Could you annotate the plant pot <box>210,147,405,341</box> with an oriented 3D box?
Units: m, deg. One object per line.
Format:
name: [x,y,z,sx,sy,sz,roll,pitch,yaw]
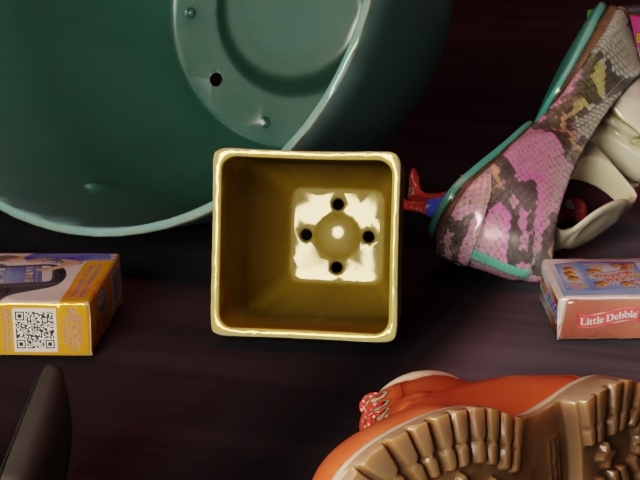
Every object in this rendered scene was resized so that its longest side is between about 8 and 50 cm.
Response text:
plant pot: [0.000,0.000,0.792,0.081,0.081,0.083,2,3,10]

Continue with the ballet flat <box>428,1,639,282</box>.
ballet flat: [0.133,-0.045,0.917,0.079,0.077,0.221,32,44,9]

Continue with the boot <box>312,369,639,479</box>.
boot: [0.033,0.073,0.558,0.084,0.059,0.158,7,8,37]

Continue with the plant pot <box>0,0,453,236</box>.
plant pot: [-0.060,-0.146,0.978,0.293,0.293,0.235,6,2,23]

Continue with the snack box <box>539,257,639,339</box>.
snack box: [0.191,0.025,0.789,0.178,0.022,0.064,-1,15,0]

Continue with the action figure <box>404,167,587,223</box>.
action figure: [0.093,-0.023,0.969,0.115,0.030,0.038,11,16,31]

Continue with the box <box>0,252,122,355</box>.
box: [-0.162,0.027,0.788,0.136,0.028,0.081,2,15,2]

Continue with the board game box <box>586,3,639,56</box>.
board game box: [0.390,-0.133,1.301,0.242,0.064,0.316,-11,17,-33]

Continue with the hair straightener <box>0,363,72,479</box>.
hair straightener: [-0.079,0.090,0.502,0.089,0.047,0.230,-3,15,-7]
